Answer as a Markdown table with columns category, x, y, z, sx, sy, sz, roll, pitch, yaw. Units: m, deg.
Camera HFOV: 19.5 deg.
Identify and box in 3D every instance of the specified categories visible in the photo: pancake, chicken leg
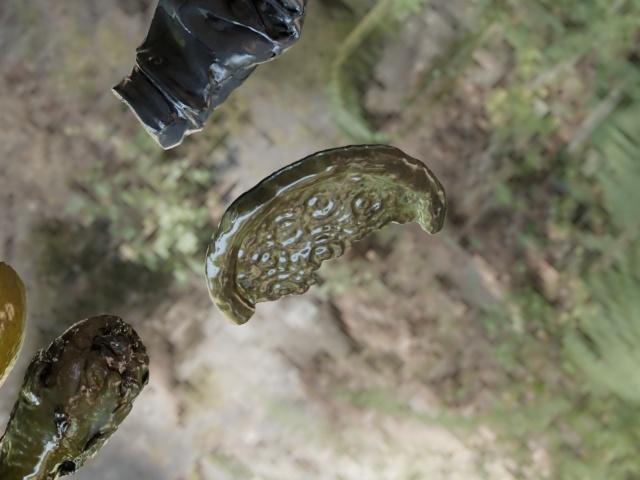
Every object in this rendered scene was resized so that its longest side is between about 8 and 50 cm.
| category | x | y | z | sx | sy | sz | roll | pitch | yaw |
| --- | --- | --- | --- | --- | --- | --- | --- | --- | --- |
| pancake | 0.000 | 0.000 | 1.400 | 0.184 | 0.190 | 0.020 | 17 | -146 | -42 |
| chicken leg | -0.177 | 0.129 | 1.150 | 0.069 | 0.198 | 0.085 | 38 | 168 | -15 |

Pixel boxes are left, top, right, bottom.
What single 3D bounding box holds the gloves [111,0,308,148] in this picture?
| category | x | y | z | sx | sy | sz | roll | pitch | yaw |
| --- | --- | --- | --- | --- | --- | --- | --- | --- | --- |
| gloves | -0.077 | -0.208 | 1.564 | 0.142 | 0.285 | 0.119 | 42 | -164 | 23 |

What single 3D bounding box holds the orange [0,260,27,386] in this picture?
| category | x | y | z | sx | sy | sz | roll | pitch | yaw |
| --- | --- | --- | --- | --- | --- | --- | --- | --- | --- |
| orange | -0.345 | 0.068 | 1.446 | 0.237 | 0.179 | 0.158 | 27 | -144 | -25 |
